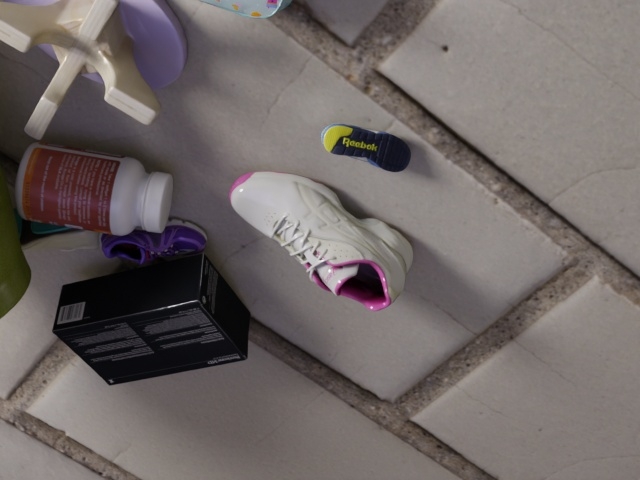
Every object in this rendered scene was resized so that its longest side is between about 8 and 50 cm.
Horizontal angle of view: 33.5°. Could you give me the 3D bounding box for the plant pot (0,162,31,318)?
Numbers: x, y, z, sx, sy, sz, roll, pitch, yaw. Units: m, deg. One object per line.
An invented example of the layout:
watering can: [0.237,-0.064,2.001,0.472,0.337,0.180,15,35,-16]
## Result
plant pot: [-0.591,-0.039,1.496,0.367,0.366,0.352,-11,120,16]

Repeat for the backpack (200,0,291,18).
backpack: [-0.114,-0.356,1.360,0.182,0.115,0.152,18,125,-9]

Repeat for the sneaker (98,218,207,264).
sneaker: [-0.262,0.012,1.672,0.170,0.071,0.068,-1,132,-15]

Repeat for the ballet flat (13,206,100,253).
ballet flat: [-0.461,-0.009,1.701,0.249,0.086,0.086,-3,126,9]

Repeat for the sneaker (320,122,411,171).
sneaker: [0.064,-0.139,1.539,0.144,0.059,0.053,17,97,-23]

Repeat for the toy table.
toy table: [-0.321,-0.268,1.429,0.274,0.160,0.252,21,127,-8]

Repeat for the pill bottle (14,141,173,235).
pill bottle: [-0.337,-0.073,1.601,0.216,0.121,0.121,10,127,2]

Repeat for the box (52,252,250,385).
box: [-0.271,0.133,1.734,0.261,0.103,0.184,-12,138,17]

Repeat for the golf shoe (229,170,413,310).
golf shoe: [0.000,0.000,1.596,0.306,0.140,0.115,26,128,-9]
